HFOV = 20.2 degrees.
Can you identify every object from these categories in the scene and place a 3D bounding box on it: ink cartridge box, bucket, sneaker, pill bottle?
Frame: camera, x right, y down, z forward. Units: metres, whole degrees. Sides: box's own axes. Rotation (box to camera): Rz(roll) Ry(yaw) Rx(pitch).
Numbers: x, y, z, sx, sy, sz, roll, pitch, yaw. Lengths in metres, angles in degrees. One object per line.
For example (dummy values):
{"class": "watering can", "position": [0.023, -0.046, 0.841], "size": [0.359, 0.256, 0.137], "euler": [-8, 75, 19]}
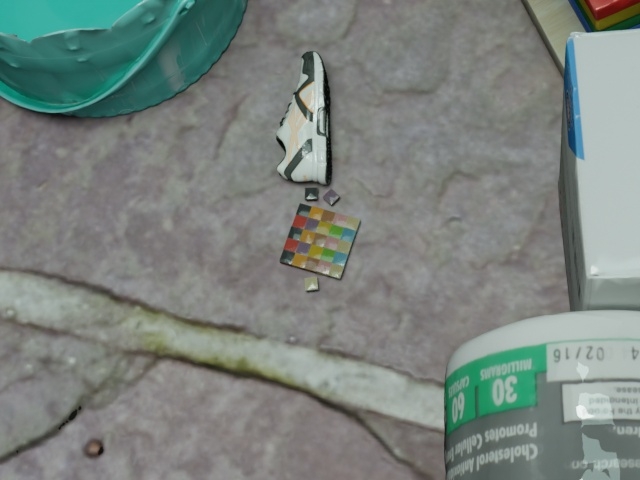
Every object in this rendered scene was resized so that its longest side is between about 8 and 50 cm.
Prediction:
{"class": "ink cartridge box", "position": [0.250, -0.018, 1.208], "size": [0.168, 0.233, 0.171], "euler": [-4, 69, 4]}
{"class": "bucket", "position": [-0.186, -0.236, 1.377], "size": [0.281, 0.183, 0.281], "euler": [-3, 69, 7]}
{"class": "sneaker", "position": [-0.014, -0.095, 1.377], "size": [0.043, 0.040, 0.109], "euler": [-3, 69, 9]}
{"class": "pill bottle", "position": [0.181, 0.243, 1.133], "size": [0.204, 0.204, 0.361], "euler": [-2, 67, 7]}

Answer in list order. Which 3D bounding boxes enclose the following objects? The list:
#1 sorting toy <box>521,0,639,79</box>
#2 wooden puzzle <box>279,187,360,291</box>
{"class": "sorting toy", "position": [0.256, -0.275, 1.365], "size": [0.257, 0.089, 0.255], "euler": [-23, 62, -1]}
{"class": "wooden puzzle", "position": [0.000, 0.000, 1.357], "size": [0.049, 0.006, 0.083], "euler": [16, 73, 13]}
